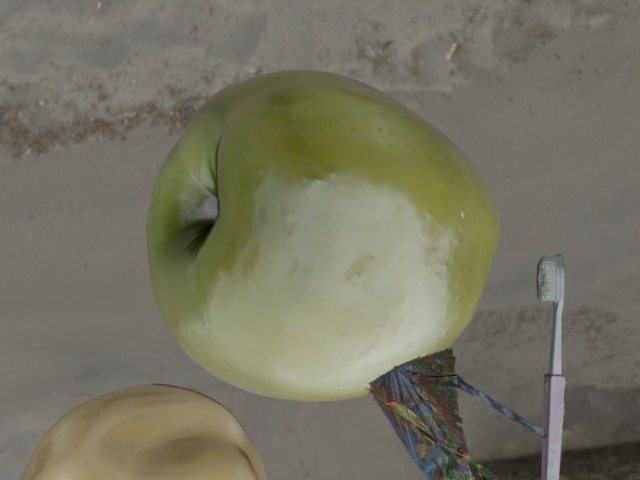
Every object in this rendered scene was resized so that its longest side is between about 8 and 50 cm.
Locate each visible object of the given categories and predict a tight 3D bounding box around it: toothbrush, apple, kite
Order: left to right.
[{"bbox_3d":[0.000,0.000,1.283,0.473,0.474,0.474,-2,127,-3],"label":"apple"},{"bbox_3d":[0.078,0.120,0.539,0.010,0.160,0.183,-31,129,-23],"label":"kite"},{"bbox_3d":[0.145,0.106,0.603,0.017,0.014,0.195,1,88,-6],"label":"toothbrush"}]

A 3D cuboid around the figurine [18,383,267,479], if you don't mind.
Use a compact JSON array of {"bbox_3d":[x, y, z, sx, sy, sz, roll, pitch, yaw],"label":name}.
[{"bbox_3d":[-0.108,0.140,0.396,0.196,0.108,0.114,-36,109,10],"label":"figurine"}]
